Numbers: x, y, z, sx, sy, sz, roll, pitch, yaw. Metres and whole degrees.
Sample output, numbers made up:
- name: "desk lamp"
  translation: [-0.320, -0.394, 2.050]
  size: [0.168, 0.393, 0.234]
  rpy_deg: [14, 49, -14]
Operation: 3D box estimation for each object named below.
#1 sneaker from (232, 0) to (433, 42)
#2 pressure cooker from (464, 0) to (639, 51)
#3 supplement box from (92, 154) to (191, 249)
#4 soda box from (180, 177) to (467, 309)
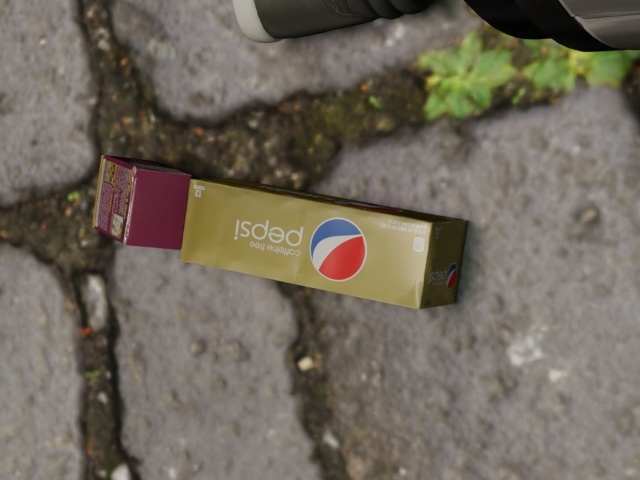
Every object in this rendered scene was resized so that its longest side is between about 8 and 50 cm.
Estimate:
- name: "sneaker"
  translation: [0.024, -0.274, 1.106]
  size: [0.147, 0.104, 0.296]
  rpy_deg: [4, 99, 25]
- name: "pressure cooker"
  translation: [0.201, -0.277, 0.831]
  size: [0.420, 0.375, 0.370]
  rpy_deg: [-2, 106, 31]
- name: "supplement box"
  translation: [-0.124, -0.027, 1.192]
  size: [0.083, 0.043, 0.055]
  rpy_deg: [-157, 75, -66]
- name: "soda box"
  translation: [0.000, 0.000, 1.142]
  size: [0.181, 0.061, 0.058]
  rpy_deg: [10, 97, 26]
